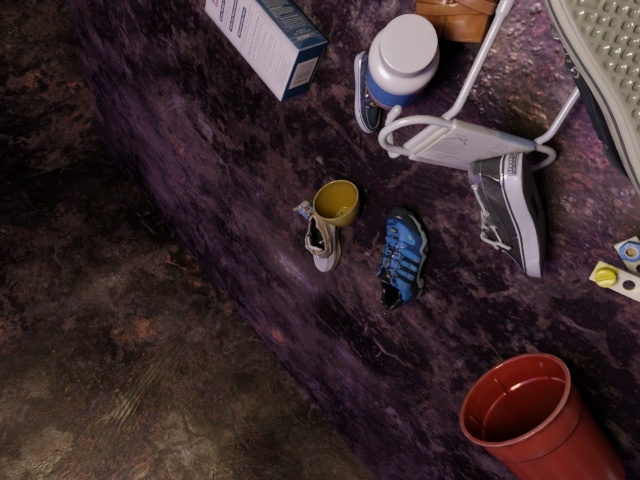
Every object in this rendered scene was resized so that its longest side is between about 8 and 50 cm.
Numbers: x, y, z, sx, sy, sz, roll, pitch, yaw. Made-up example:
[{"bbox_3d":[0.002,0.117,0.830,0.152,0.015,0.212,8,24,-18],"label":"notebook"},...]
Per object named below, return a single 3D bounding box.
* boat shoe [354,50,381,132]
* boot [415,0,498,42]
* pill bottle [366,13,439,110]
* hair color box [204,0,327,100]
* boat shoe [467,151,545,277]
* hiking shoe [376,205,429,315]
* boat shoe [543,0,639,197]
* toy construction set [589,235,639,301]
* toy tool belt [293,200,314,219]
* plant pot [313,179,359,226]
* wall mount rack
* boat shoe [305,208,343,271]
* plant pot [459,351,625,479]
[{"bbox_3d":[0.125,-0.328,0.951,0.083,0.065,0.183,24,135,43],"label":"boat shoe"},{"bbox_3d":[0.188,-0.475,0.721,0.283,0.109,0.220,28,143,27],"label":"boot"},{"bbox_3d":[0.148,-0.321,0.775,0.124,0.124,0.221,58,-172,-3],"label":"pill bottle"},{"bbox_3d":[-0.148,-0.553,1.083,0.347,0.105,0.174,51,148,8],"label":"hair color box"},{"bbox_3d":[0.350,-0.034,0.788,0.105,0.113,0.306,-2,147,37],"label":"boat shoe"},{"bbox_3d":[0.210,0.060,1.119,0.113,0.132,0.304,20,133,44],"label":"hiking shoe"},{"bbox_3d":[0.375,-0.258,0.497,0.187,0.156,0.500,-23,106,22],"label":"boat shoe"},{"bbox_3d":[0.600,0.103,0.612,0.327,0.151,0.215,45,123,4],"label":"toy construction set"},{"bbox_3d":[-0.047,-0.093,1.409,0.083,0.051,0.052,38,144,27],"label":"toy tool belt"},{"bbox_3d":[0.058,-0.092,1.215,0.134,0.134,0.095,31,167,35],"label":"plant pot"},{"bbox_3d":[0.275,-0.217,0.686,0.304,0.350,0.130,149,123,-60],"label":"wall mount rack"},{"bbox_3d":[0.000,0.000,1.379,0.113,0.103,0.302,36,143,31],"label":"boat shoe"},{"bbox_3d":[0.514,0.448,0.961,0.265,0.272,0.272,49,149,-4],"label":"plant pot"}]
